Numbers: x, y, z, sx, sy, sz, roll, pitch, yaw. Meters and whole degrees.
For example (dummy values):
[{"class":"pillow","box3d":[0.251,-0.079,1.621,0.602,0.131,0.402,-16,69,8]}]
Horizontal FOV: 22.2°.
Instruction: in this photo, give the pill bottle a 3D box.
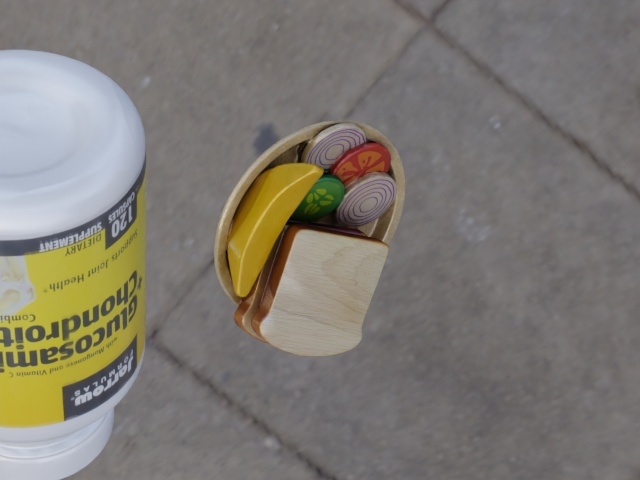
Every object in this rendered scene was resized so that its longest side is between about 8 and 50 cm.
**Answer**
[{"class":"pill bottle","box3d":[-0.125,0.019,0.683,0.103,0.184,0.103,3,46,-3]}]

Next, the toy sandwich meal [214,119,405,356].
[{"class":"toy sandwich meal","box3d":[0.000,0.000,0.552,0.085,0.086,0.029,-22,41,-25]}]
